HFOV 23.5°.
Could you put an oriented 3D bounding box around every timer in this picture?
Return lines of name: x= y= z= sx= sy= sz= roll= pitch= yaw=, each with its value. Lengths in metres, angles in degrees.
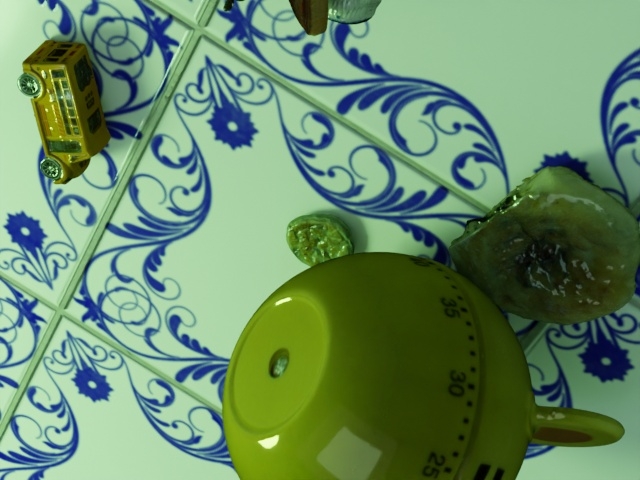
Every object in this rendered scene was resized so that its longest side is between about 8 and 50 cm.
timer: x=0.095 y=0.195 z=1.690 sx=0.387 sy=0.376 sz=0.376 roll=23 pitch=138 yaw=-35

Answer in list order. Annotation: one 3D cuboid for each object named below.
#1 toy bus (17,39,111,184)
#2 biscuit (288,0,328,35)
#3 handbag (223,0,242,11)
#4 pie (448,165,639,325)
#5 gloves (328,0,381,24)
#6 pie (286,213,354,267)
toy bus: x=-0.289 y=-0.145 z=1.765 sx=0.074 sy=0.069 sz=0.162 roll=3 pitch=123 yaw=20
biscuit: x=-0.035 y=-0.329 z=1.460 sx=0.043 sy=0.183 sz=0.280 roll=-13 pitch=114 yaw=-13
handbag: x=-0.096 y=-0.294 z=1.588 sx=0.072 sy=0.047 sz=0.111 roll=2 pitch=122 yaw=23
pie: x=0.253 y=0.015 z=1.656 sx=0.185 sy=0.052 sz=0.218 roll=36 pitch=132 yaw=-11
gloves: x=0.023 y=-0.317 z=1.489 sx=0.119 sy=0.097 sz=0.229 roll=36 pitch=149 yaw=33
pie: x=-0.001 y=0.001 z=1.776 sx=0.084 sy=0.021 sz=0.084 roll=9 pitch=128 yaw=12
